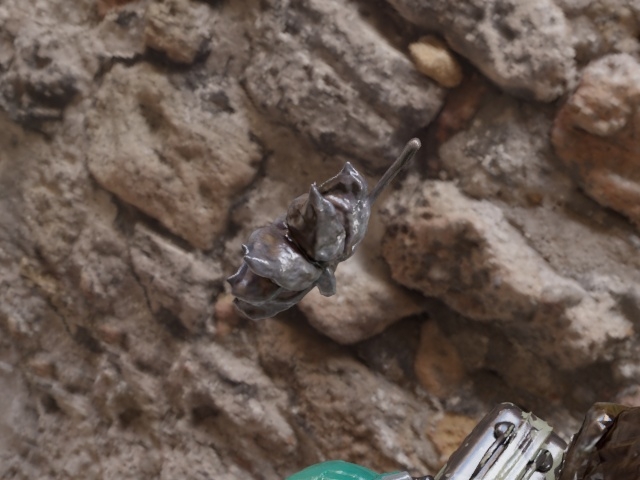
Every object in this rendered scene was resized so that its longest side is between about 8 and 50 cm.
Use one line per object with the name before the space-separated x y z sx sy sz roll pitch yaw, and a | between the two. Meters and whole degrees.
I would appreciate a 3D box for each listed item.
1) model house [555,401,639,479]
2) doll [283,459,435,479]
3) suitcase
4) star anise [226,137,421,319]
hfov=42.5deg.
model house | 0.254 0.180 0.341 0.317 0.282 0.297 21 61 -10
doll | 0.040 0.402 1.202 0.194 0.153 0.258 -7 -8 -26
suitcase | 0.289 0.461 1.444 0.194 0.339 0.351 37 54 17
star anise | 0.000 0.000 1.225 0.139 0.359 0.316 44 24 7
